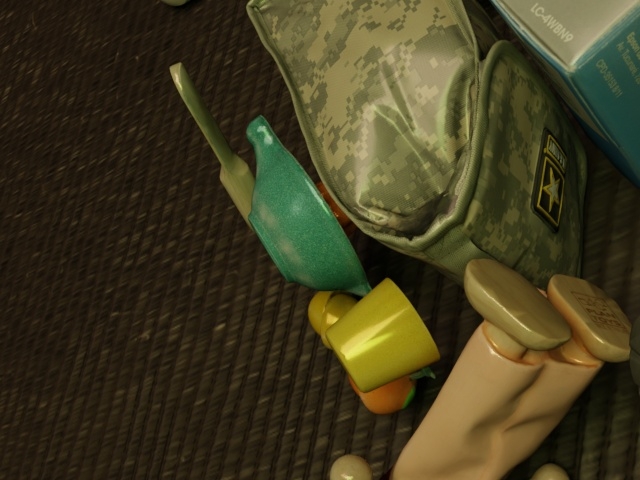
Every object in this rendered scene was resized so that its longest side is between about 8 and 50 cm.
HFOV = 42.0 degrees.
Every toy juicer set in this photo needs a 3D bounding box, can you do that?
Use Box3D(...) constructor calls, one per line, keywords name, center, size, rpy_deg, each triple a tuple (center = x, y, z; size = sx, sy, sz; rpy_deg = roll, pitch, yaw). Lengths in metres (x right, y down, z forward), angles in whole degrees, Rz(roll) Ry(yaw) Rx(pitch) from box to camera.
Box3D(name="toy juicer set", center=(0.000, 0.000, 0.713), size=(0.089, 0.209, 0.329), rpy_deg=(-33, 62, -5))

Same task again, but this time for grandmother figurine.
Box3D(name="grandmother figurine", center=(0.088, 0.174, 0.593), size=(0.104, 0.208, 0.342), rpy_deg=(-105, 37, -55))

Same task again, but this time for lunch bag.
Box3D(name="lunch bag", center=(0.098, -0.080, 0.648), size=(0.169, 0.235, 0.287), rpy_deg=(-33, 57, 19))

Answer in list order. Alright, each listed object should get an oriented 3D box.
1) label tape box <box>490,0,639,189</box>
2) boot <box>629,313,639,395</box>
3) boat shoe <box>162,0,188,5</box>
Box3D(name="label tape box", center=(0.303, -0.204, 0.543), size=(0.348, 0.249, 0.115), rpy_deg=(-44, 54, 14))
Box3D(name="boot", center=(0.359, 0.057, 0.445), size=(0.338, 0.223, 0.118), rpy_deg=(15, 126, 28))
Box3D(name="boat shoe", center=(-0.140, -0.465, 1.009), size=(0.127, 0.158, 0.340), rpy_deg=(37, 95, 38))
